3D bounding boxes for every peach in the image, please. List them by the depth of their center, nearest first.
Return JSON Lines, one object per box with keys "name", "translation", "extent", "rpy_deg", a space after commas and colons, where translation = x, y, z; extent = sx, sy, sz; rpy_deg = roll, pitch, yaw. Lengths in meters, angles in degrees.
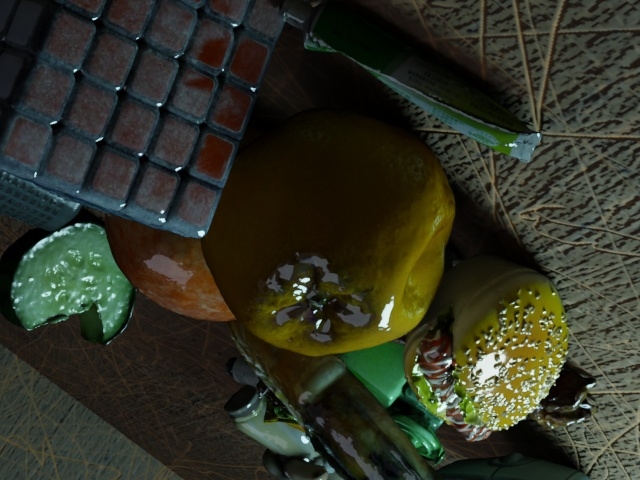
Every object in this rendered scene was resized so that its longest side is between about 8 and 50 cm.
{"name": "peach", "translation": [-0.097, -0.017, 1.790], "extent": [0.232, 0.232, 0.232], "rpy_deg": [31, 162, 12]}

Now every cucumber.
{"name": "cucumber", "translation": [-0.366, 0.053, 2.515], "extent": [0.191, 0.191, 0.130], "rpy_deg": [42, 159, -21]}

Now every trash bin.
{"name": "trash bin", "translation": [-0.373, -0.096, 2.198], "extent": [0.161, 0.175, 0.175], "rpy_deg": [33, 165, -27]}

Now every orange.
{"name": "orange", "translation": [0.000, 0.000, 1.609], "extent": [0.249, 0.183, 0.249], "rpy_deg": [7, 125, 10]}

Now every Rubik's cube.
{"name": "Rubik's cube", "translation": [-0.207, -0.160, 1.511], "extent": [0.237, 0.238, 0.237], "rpy_deg": [25, 177, -40]}

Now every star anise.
{"name": "star anise", "translation": [0.195, 0.156, 1.925], "extent": [0.234, 0.073, 0.177], "rpy_deg": [10, 156, 40]}

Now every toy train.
{"name": "toy train", "translation": [0.092, 0.178, 2.096], "extent": [0.188, 0.132, 0.243], "rpy_deg": [38, 160, 8]}

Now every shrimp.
{"name": "shrimp", "translation": [0.036, 0.238, 2.028], "extent": [0.445, 0.085, 0.272], "rpy_deg": [44, 165, 22]}

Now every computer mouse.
{"name": "computer mouse", "translation": [0.251, 0.325, 2.143], "extent": [0.188, 0.122, 0.371], "rpy_deg": [1, 159, 21]}

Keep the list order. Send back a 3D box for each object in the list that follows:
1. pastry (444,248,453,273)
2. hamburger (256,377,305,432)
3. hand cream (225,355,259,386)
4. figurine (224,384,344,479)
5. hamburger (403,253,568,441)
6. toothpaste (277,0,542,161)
{"name": "pastry", "translation": [0.064, 0.052, 1.815], "extent": [0.165, 0.088, 0.166], "rpy_deg": [-6, 169, -1]}
{"name": "hamburger", "translation": [0.008, 0.188, 2.260], "extent": [0.189, 0.093, 0.164], "rpy_deg": [10, -154, -12]}
{"name": "hand cream", "translation": [-0.062, 0.201, 2.568], "extent": [0.194, 0.042, 0.067], "rpy_deg": [9, 148, 42]}
{"name": "figurine", "translation": [0.005, 0.334, 2.503], "extent": [0.203, 0.248, 0.381], "rpy_deg": [19, 148, 53]}
{"name": "hamburger", "translation": [0.166, 0.109, 1.725], "extent": [0.116, 0.173, 0.210], "rpy_deg": [53, 175, 39]}
{"name": "toothpaste", "translation": [0.074, -0.138, 1.469], "extent": [0.248, 0.047, 0.078], "rpy_deg": [31, 166, 7]}
